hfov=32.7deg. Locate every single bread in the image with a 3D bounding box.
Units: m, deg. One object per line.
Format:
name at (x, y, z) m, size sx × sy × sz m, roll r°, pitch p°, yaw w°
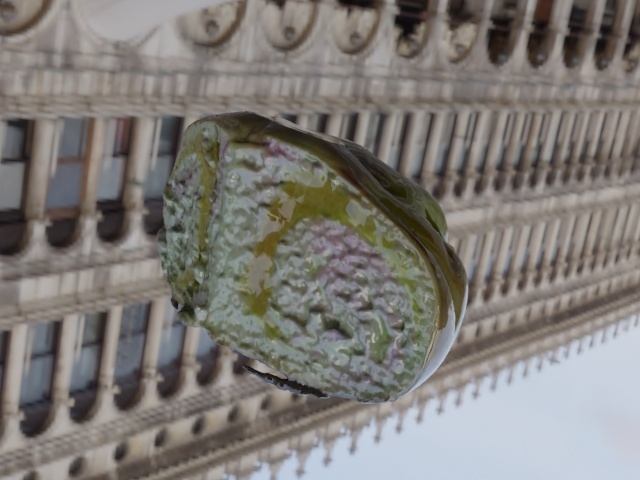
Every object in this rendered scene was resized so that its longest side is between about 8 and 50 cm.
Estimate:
bread at (-0.006, -0.005, 0.724) m, size 0.260 × 0.158 × 0.156 m, roll 22°, pitch -161°, yaw 25°
